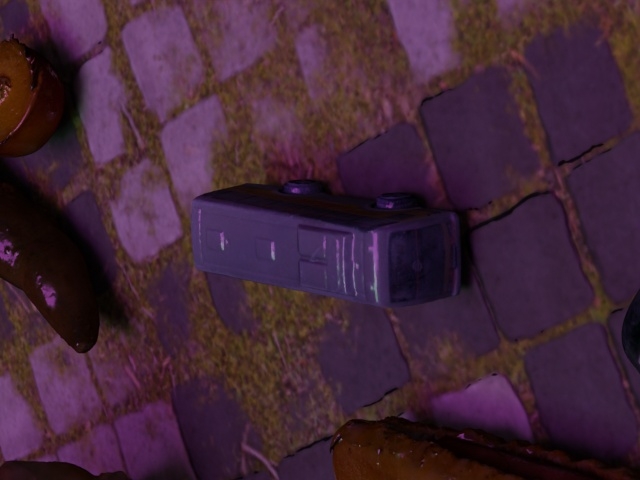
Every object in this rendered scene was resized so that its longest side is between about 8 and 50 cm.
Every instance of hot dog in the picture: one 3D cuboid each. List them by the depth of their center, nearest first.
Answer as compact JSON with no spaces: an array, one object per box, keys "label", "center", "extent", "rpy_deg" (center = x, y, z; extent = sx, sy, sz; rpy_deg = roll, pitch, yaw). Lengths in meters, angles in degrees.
[{"label":"hot dog","center":[0.124,0.153,1.094],"extent":[0.289,0.068,0.083],"rpy_deg":[10,129,42]}]

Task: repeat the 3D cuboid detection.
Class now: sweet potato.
[{"label":"sweet potato","center":[-0.237,-0.007,1.457],"extent":[0.274,0.067,0.067],"rpy_deg":[51,131,34]}]

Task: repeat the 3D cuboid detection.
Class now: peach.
[{"label":"peach","center":[-0.227,-0.106,1.423],"extent":[0.098,0.061,0.098],"rpy_deg":[-15,66,38]}]

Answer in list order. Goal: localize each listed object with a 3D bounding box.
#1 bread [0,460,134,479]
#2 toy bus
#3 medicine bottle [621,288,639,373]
[{"label":"bread","center":[-0.273,0.366,1.348],"extent":[0.390,0.371,0.279],"rpy_deg":[-47,63,43]},{"label":"toy bus","center":[0.000,0.000,1.187],"extent":[0.190,0.075,0.064],"rpy_deg":[11,105,47]},{"label":"medicine bottle","center":[0.275,0.114,0.863],"extent":[0.293,0.141,0.141],"rpy_deg":[55,133,25]}]
